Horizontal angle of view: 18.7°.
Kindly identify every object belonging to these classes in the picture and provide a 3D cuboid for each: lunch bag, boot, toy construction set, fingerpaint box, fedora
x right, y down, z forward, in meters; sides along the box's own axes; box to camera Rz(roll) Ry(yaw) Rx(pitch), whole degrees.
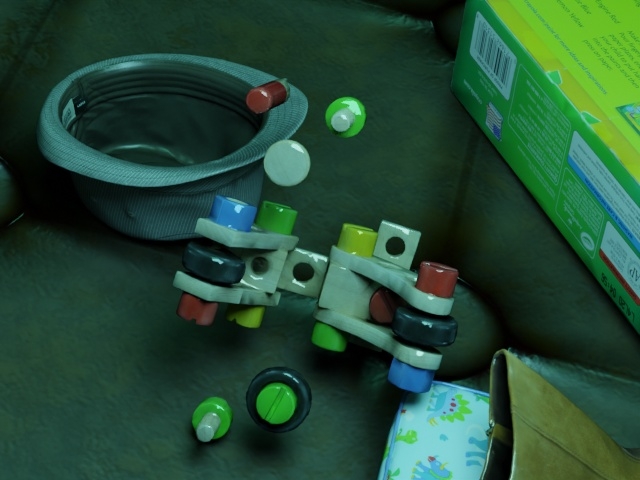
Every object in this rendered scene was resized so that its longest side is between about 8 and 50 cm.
[{"bbox_3d":[0.132,0.235,1.698,0.176,0.090,0.219,15,42,2],"label":"lunch bag"},{"bbox_3d":[0.246,0.180,1.705,0.280,0.096,0.264,34,49,-23],"label":"boot"},{"bbox_3d":[0.000,0.000,1.786,0.257,0.309,0.237,-8,8,8],"label":"toy construction set"},{"bbox_3d":[0.406,-0.122,2.073,0.371,0.163,0.445,-13,45,-22],"label":"fingerpaint box"},{"bbox_3d":[-0.148,-0.081,1.926,0.275,0.124,0.244,13,37,21],"label":"fedora"}]
